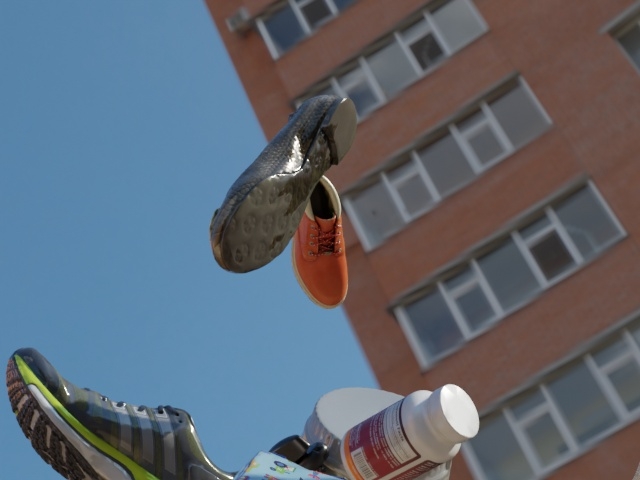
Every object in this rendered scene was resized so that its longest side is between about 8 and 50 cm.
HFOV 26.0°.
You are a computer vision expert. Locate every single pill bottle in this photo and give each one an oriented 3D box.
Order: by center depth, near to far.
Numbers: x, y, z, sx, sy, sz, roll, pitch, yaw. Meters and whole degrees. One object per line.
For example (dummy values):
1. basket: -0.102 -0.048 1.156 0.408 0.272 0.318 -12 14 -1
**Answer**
1. pill bottle: 0.102 0.222 1.557 0.086 0.086 0.152 22 -43 -39

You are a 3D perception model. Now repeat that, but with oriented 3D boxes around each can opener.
1. can opener: -0.054 0.314 1.864 0.059 0.073 0.186 -34 -6 -46

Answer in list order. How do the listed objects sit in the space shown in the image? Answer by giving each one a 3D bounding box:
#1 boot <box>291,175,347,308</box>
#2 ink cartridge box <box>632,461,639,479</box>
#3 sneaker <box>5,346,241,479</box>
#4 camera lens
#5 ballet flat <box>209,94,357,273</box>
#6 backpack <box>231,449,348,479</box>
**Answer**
1. boot: 0.000 0.000 1.500 0.059 0.084 0.158 -14 -85 -13
2. ink cartridge box: 0.415 0.256 1.663 0.145 0.045 0.179 -47 -29 -43
3. sneaker: -0.204 0.211 1.458 0.121 0.300 0.111 -49 2 -32
4. camera lens: 0.057 0.374 1.955 0.219 0.219 0.274 2 -66 -27
5. ballet flat: -0.041 -0.057 1.275 0.058 0.250 0.084 9 -47 26
6. backpack: 0.002 0.251 1.050 0.158 0.173 0.117 -28 -44 -70
